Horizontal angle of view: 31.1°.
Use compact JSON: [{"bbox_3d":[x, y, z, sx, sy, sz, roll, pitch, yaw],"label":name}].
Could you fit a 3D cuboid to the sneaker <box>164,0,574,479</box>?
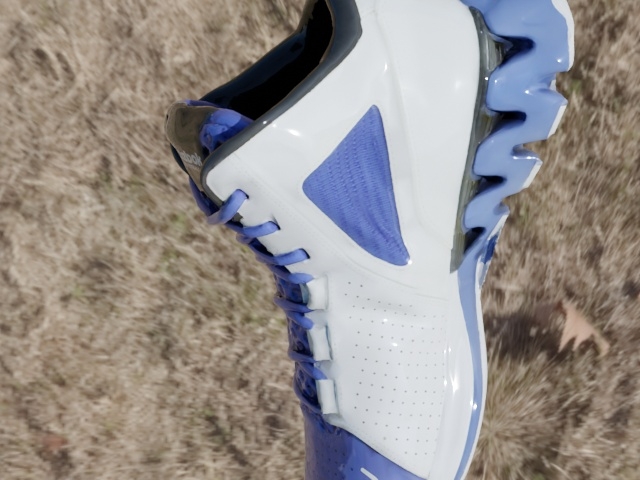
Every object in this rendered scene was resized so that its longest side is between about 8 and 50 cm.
[{"bbox_3d":[0.000,-0.001,0.608,0.182,0.127,0.316,7,104,-19],"label":"sneaker"}]
